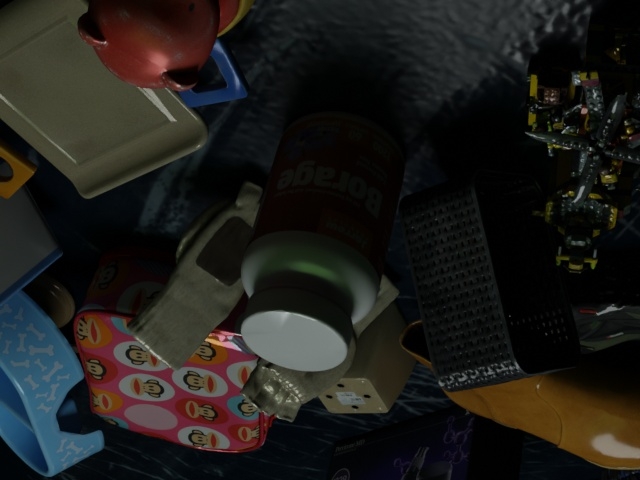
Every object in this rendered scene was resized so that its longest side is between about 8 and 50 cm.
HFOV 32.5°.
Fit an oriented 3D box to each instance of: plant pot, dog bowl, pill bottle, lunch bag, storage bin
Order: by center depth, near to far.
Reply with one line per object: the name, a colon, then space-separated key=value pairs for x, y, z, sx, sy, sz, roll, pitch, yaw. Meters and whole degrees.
pill bottle: x=0.000 y=0.000 z=0.965 sx=0.121 sy=0.216 sz=0.121 roll=9 pitch=144 yaw=7
storage bin: x=0.150 y=0.036 z=0.975 sx=0.084 sy=0.180 sz=0.122 roll=-19 pitch=168 yaw=38
plant pot: x=0.040 y=0.134 z=1.231 sx=0.109 sy=0.096 sz=0.109 roll=-4 pitch=139 yaw=24
lunch bag: x=-0.142 y=0.140 z=1.283 sx=0.258 sy=0.120 sz=0.293 roll=12 pitch=143 yaw=3
dog bowl: x=-0.352 y=0.174 z=1.310 sx=0.166 sy=0.074 sz=0.297 roll=32 pitch=146 yaw=27

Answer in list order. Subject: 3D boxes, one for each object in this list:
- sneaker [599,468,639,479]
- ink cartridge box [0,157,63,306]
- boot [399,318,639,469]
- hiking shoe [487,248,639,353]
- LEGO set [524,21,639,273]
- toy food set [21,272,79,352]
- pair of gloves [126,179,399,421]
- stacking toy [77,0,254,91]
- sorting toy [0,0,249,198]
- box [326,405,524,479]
sneaker: x=0.396 y=0.333 z=1.401 sx=0.087 sy=0.083 sz=0.221 roll=10 pitch=151 yaw=-17
ink cartridge box: x=-0.466 y=0.045 z=1.160 sx=0.308 sy=0.223 sz=0.129 roll=-14 pitch=113 yaw=34
boot: x=0.241 y=0.153 z=1.147 sx=0.295 sy=0.104 sz=0.211 roll=3 pitch=155 yaw=40
hiking shoe: x=0.235 y=0.075 z=1.093 sx=0.227 sy=0.086 sz=0.114 roll=4 pitch=139 yaw=13
LEGO set: x=0.311 y=-0.030 z=0.837 sx=0.332 sy=0.192 sz=0.255 roll=11 pitch=144 yaw=6
toy food set: x=-0.364 y=0.065 z=1.339 sx=0.133 sy=0.038 sz=0.192 roll=2 pitch=137 yaw=6
pair of gloves: x=-0.057 y=0.065 z=1.123 sx=0.240 sy=0.204 sz=0.042 roll=34 pitch=179 yaw=-30
stacking toy: x=-0.183 y=-0.251 z=0.740 sx=0.309 sy=0.130 sz=0.279 roll=20 pitch=137 yaw=-4
sorting toy: x=-0.220 y=-0.140 z=1.002 sx=0.348 sy=0.047 sz=0.196 roll=-20 pitch=125 yaw=34
box: x=0.119 y=0.330 z=1.390 sx=0.103 sy=0.184 sz=0.261 roll=38 pitch=138 yaw=-25
